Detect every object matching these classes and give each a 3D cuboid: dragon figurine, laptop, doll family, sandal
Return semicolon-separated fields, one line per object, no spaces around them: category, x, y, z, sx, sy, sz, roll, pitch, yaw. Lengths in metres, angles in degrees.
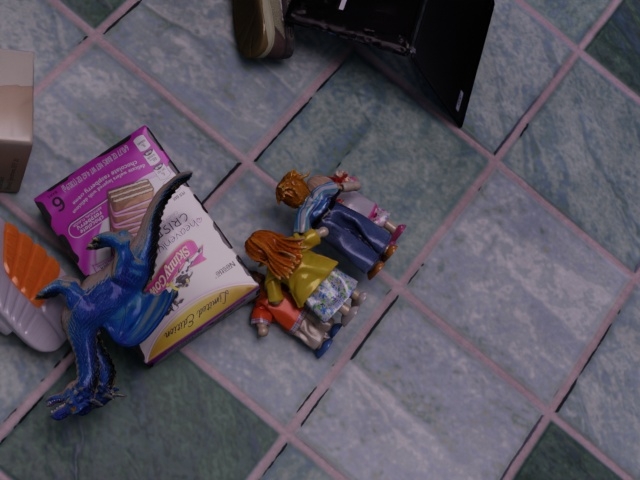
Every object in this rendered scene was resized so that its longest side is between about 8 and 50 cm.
dragon figurine;-0.206;0.064;1.430;0.289;0.085;0.144;-45;91;-3
laptop;0.103;-0.317;1.799;0.264;0.136;0.234;16;62;2
doll family;0.000;0.000;1.600;0.163;0.118;0.263;35;61;-3
sandal;-0.381;0.019;1.474;0.265;0.076;0.102;49;43;-11

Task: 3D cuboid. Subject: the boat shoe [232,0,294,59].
boat shoe;-0.075;-0.339;1.747;0.073;0.080;0.223;11;65;-41

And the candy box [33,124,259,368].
candy box;-0.199;0.008;1.525;0.159;0.071;0.233;-35;83;-8

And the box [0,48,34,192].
box;-0.483;-0.144;1.470;0.311;0.148;0.121;3;68;-17
